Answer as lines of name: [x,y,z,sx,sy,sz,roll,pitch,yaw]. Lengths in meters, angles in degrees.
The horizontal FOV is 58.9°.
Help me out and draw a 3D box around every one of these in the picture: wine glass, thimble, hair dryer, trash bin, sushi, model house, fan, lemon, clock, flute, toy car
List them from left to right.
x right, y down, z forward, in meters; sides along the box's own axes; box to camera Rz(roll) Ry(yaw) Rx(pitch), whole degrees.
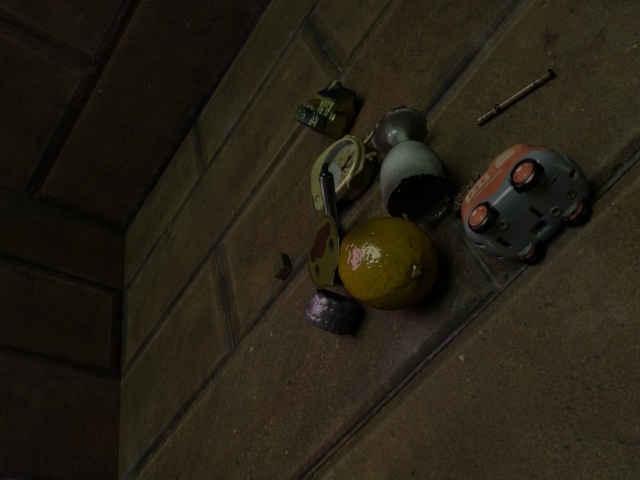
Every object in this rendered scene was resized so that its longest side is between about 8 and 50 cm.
trash bin: [-0.142,0.093,2.093,0.061,0.043,0.092,-50,32,24]
fan: [-0.001,0.000,1.663,0.229,0.011,0.335,119,148,-45]
model house: [0.032,-0.499,2.112,0.211,0.170,0.194,-60,30,7]
hair dryer: [0.027,-0.056,1.736,0.156,0.284,0.320,-27,35,-1]
thimble: [0.031,0.208,1.660,0.150,0.150,0.097,29,99,58]
clock: [0.092,-0.240,1.918,0.308,0.096,0.235,-37,41,38]
lemon: [0.173,0.059,1.459,0.267,0.267,0.267,-34,43,40]
wine glass: [0.244,-0.206,1.568,0.190,0.190,0.357,-45,34,30]
sushi: [0.380,-0.113,1.449,0.120,0.055,0.052,-52,28,18]
flute: [0.497,-0.367,1.472,0.233,0.027,0.027,-32,45,41]
toy car: [0.435,-0.098,1.256,0.270,0.180,0.212,-49,26,26]
